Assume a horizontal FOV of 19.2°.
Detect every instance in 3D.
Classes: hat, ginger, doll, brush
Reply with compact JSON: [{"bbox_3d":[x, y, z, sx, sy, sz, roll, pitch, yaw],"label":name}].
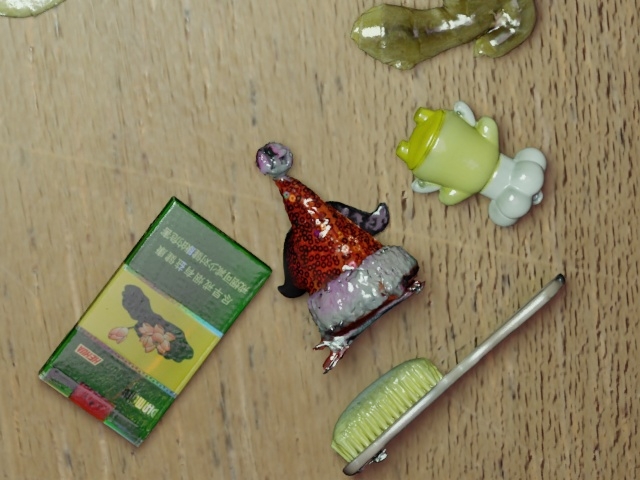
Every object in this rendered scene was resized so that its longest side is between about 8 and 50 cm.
[{"bbox_3d":[-0.002,0.001,1.943,0.140,0.129,0.227,-36,90,15],"label":"hat"},{"bbox_3d":[0.133,-0.247,1.928,0.214,0.059,0.133,-7,110,-4],"label":"ginger"},{"bbox_3d":[0.160,-0.078,1.960,0.162,0.062,0.106,27,101,-11],"label":"doll"},{"bbox_3d":[0.130,0.129,1.998,0.313,0.072,0.067,-41,89,1],"label":"brush"}]

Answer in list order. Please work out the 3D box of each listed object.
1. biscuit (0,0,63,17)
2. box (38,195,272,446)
[{"bbox_3d":[-0.301,-0.296,1.882,0.152,0.020,0.152,-1,101,-6],"label":"biscuit"},{"bbox_3d":[-0.172,0.085,1.965,0.132,0.034,0.235,36,94,-13],"label":"box"}]
